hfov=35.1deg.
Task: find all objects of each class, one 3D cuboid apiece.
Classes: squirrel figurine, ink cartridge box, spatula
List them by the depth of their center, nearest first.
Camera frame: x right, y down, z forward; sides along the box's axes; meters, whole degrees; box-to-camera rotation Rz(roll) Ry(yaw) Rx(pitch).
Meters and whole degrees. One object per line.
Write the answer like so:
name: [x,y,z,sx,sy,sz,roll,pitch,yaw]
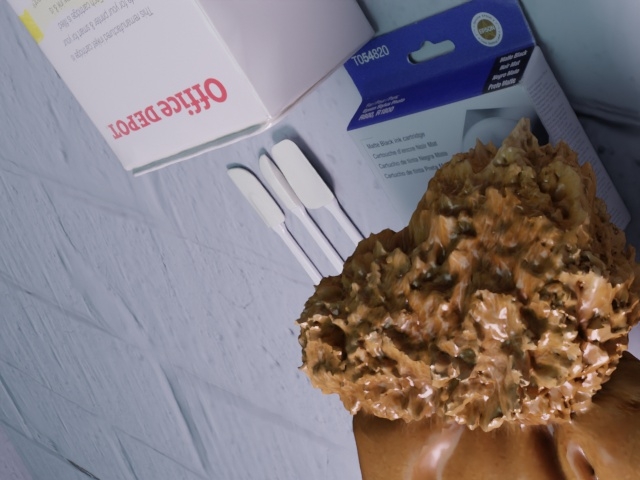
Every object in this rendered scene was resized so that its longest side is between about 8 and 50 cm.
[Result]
squirrel figurine: [0.184,0.122,0.744,0.397,0.281,0.370,51,153,-16]
ink cartridge box: [0.125,-0.084,0.878,0.223,0.045,0.224,-10,118,53]
ink cartridge box: [-0.170,-0.274,0.905,0.279,0.160,0.385,-9,119,53]
spatula: [0.000,0.000,1.142,0.242,0.019,0.168,54,146,-11]
